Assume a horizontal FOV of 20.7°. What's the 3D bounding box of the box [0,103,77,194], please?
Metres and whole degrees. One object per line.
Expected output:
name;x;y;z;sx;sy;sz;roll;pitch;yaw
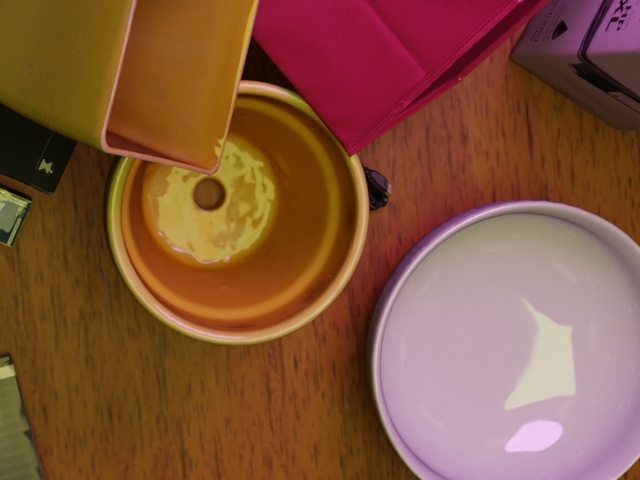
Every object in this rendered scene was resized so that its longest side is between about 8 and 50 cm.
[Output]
box;-0.345;-0.265;1.664;0.312;0.179;0.343;25;90;-41

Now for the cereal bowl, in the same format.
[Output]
cereal bowl;0.204;0.119;1.895;0.339;0.141;0.339;-1;96;-12

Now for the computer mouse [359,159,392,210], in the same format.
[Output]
computer mouse;0.000;0.000;1.880;0.193;0.042;0.106;-57;146;3

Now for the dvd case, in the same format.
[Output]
dvd case;-0.378;0.246;1.849;0.164;0.018;0.221;-15;99;-9

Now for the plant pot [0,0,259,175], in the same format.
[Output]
plant pot;-0.193;-0.189;1.539;0.187;0.212;0.212;15;92;24

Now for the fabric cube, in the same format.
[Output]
fabric cube;0.077;-0.282;1.669;0.258;0.254;0.259;50;127;1

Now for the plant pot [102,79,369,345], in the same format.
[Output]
plant pot;-0.099;-0.036;1.767;0.254;0.239;0.254;-1;96;-12

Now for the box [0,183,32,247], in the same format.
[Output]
box;-0.383;-0.052;1.798;0.169;0.059;0.054;23;93;-13

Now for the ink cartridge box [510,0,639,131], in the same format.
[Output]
ink cartridge box;0.382;-0.264;1.766;0.166;0.395;0.285;31;88;-13
